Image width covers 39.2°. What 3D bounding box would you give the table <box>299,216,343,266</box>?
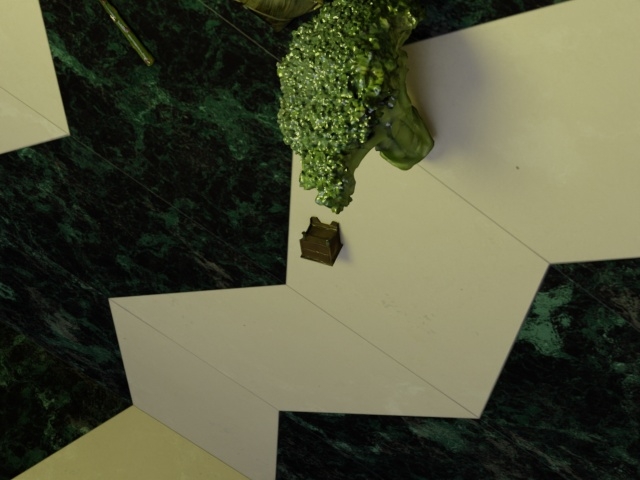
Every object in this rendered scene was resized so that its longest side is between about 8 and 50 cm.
[{"bbox_3d":[0.000,0.000,2.100,0.083,0.070,0.082,15,144,18],"label":"table"}]

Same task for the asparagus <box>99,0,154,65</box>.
[{"bbox_3d":[-0.417,-0.458,1.835,0.025,0.024,0.248,-33,123,3],"label":"asparagus"}]

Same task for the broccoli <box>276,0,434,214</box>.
[{"bbox_3d":[0.097,-0.269,1.570,0.275,0.397,0.353,41,124,28],"label":"broccoli"}]

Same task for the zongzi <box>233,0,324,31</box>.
[{"bbox_3d":[-0.124,-0.425,1.567,0.205,0.094,0.204,2,169,-26],"label":"zongzi"}]
